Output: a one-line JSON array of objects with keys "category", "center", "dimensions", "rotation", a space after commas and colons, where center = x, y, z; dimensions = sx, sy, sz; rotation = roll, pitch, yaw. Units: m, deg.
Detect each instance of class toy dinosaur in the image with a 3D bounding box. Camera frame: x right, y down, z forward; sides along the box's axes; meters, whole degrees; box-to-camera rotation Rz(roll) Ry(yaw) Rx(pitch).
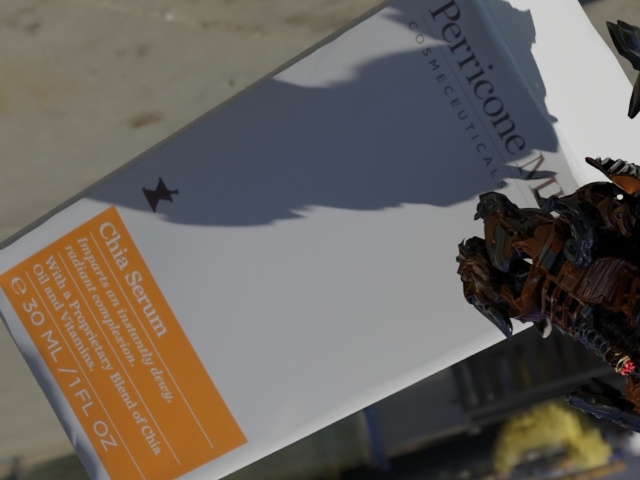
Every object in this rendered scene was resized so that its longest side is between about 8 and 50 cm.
[{"category": "toy dinosaur", "center": [0.222, 0.005, 0.976], "dimensions": [0.322, 0.218, 0.164], "rotation": [11, -175, 21]}]

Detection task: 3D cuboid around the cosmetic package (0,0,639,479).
[{"category": "cosmetic package", "center": [0.000, 0.000, 1.270], "dimensions": [0.453, 0.230, 0.161], "rotation": [-30, 180, 30]}]
